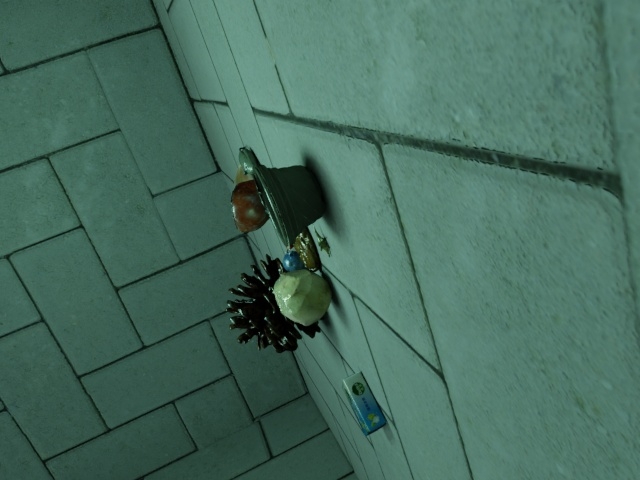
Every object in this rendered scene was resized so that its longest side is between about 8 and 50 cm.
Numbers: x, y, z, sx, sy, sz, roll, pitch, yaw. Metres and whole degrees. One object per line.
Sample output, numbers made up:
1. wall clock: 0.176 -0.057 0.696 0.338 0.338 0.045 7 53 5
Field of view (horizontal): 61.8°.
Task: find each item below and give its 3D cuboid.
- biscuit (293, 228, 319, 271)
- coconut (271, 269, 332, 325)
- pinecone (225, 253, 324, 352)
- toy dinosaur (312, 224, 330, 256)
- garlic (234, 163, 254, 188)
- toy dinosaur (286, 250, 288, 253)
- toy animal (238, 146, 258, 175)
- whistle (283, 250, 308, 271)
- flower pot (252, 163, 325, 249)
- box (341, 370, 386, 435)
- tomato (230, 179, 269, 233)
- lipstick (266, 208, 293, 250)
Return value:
1. biscuit: -0.062 0.008 1.811 0.226 0.042 0.226 61 168 22
2. coconut: -0.050 0.188 1.771 0.195 0.194 0.194 61 167 24
3. pinecone: -0.195 0.264 2.114 0.398 0.397 0.398 61 167 24
4. toy dinosaur: 0.001 0.001 1.543 0.113 0.026 0.041 60 -174 -11
5. garlic: -0.294 -0.206 2.348 0.267 0.128 0.148 52 177 16
6. toy dinosaur: -0.126 0.124 2.338 0.058 0.037 0.180 -91 -2 -49
7. toy animal: -0.304 -0.337 2.174 0.253 0.070 0.079 -124 32 -53
8. whistle: -0.097 0.093 2.024 0.090 0.090 0.158 56 164 42
9. flower pot: -0.074 -0.107 1.399 0.235 0.140 0.236 158 90 -79
10. box: 0.149 0.573 1.873 0.139 0.073 0.194 90 154 -64
11. tomato: -0.240 -0.136 2.033 0.214 0.155 0.181 -82 -20 -51
12. lipstick: -0.152 -0.095 1.934 0.061 0.068 0.274 -25 84 37
